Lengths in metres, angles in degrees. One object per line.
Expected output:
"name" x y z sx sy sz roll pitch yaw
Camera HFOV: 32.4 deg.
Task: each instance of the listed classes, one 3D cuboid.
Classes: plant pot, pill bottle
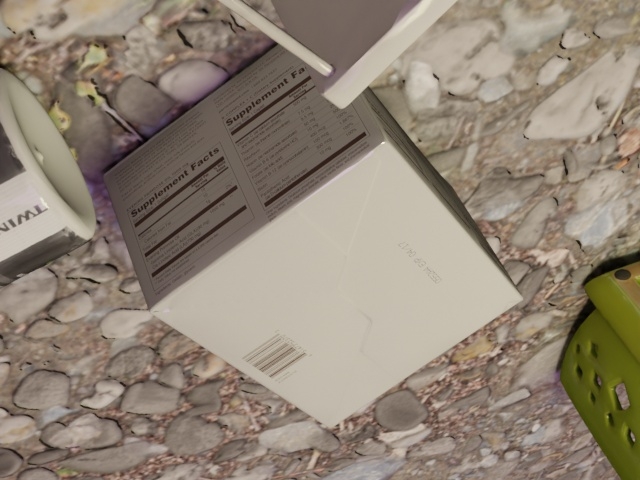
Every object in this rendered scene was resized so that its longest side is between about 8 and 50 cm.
"plant pot" 0.411 0.131 1.183 0.227 0.228 0.207 -17 133 -11
"pill bottle" -0.283 -0.002 0.718 0.246 0.130 0.130 -28 142 2

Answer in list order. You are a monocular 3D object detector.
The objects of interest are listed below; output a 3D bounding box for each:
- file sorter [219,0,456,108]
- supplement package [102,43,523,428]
"file sorter" 0.023 -0.252 0.554 0.278 0.193 0.173 -43 136 20
"supplement package" 0.000 0.000 0.862 0.204 0.145 0.262 -35 140 11
